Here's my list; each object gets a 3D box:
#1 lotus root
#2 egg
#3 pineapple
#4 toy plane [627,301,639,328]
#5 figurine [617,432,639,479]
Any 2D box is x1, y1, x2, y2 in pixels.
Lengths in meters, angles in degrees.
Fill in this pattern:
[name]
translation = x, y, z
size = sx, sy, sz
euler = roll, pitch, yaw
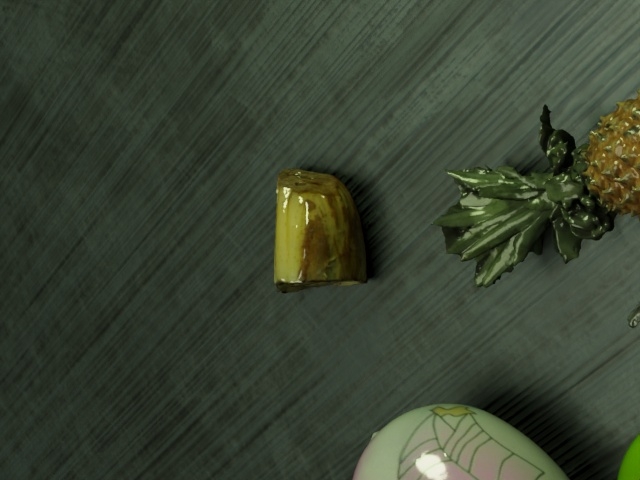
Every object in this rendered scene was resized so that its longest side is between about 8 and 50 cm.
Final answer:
[lotus root]
translation = -0.003, -0.003, 1.666
size = 0.159, 0.095, 0.135
euler = -119, 26, -81
[egg]
translation = 0.148, 0.270, 1.505
size = 0.271, 0.196, 0.196
euler = 45, 131, 36
[pineapple]
translation = 0.225, -0.043, 1.396
size = 0.130, 0.119, 0.277
euler = 37, 147, -26
[toy plane]
translation = 0.308, 0.016, 1.358
size = 0.037, 0.060, 0.145
euler = 55, 133, 19
[figurine]
translation = 0.332, 0.258, 1.350
size = 0.143, 0.162, 0.263
euler = -20, 100, 7
